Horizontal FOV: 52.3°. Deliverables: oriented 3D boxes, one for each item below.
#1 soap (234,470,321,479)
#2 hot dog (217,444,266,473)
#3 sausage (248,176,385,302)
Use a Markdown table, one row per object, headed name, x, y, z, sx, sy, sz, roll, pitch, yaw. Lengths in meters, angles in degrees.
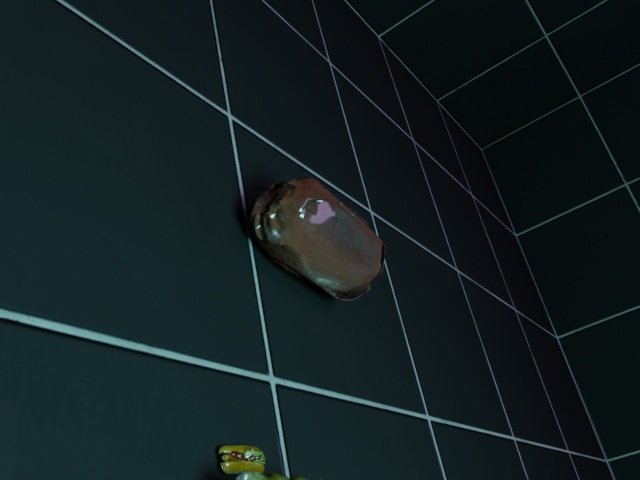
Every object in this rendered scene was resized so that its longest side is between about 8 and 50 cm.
| name | x | y | z | sx | sy | sz | roll | pitch | yaw |
| --- | --- | --- | --- | --- | --- | --- | --- | --- | --- |
| soap | -0.030 | 0.389 | 0.694 | 0.160 | 0.080 | 0.258 | 29 | 35 | -46 |
| hot dog | -0.092 | 0.267 | 0.793 | 0.083 | 0.021 | 0.037 | 24 | 46 | -51 |
| sausage | 0.000 | 0.000 | 1.090 | 0.279 | 0.152 | 0.152 | 37 | 35 | -39 |
